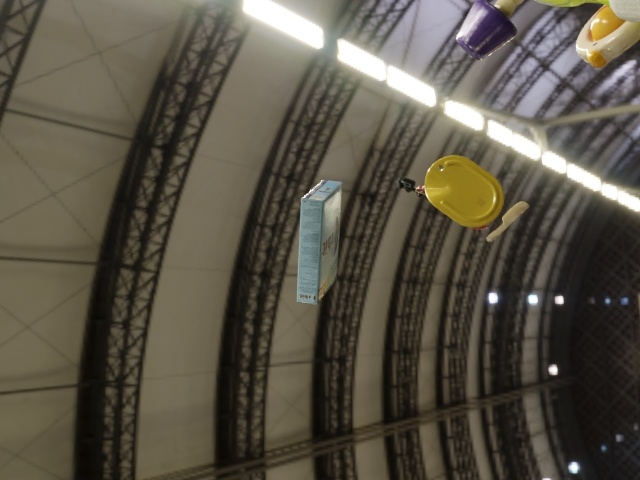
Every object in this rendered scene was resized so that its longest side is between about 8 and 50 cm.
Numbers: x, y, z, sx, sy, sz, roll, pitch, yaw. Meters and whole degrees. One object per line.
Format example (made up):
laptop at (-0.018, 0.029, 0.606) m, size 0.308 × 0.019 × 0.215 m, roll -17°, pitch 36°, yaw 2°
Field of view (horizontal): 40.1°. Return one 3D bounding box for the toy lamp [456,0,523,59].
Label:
toy lamp at (0.301, -0.376, 1.244) m, size 0.080 × 0.274 × 0.080 m, roll 38°, pitch -171°, yaw -8°

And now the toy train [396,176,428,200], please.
toy train at (0.260, -0.119, 2.145) m, size 0.027 × 0.158 × 0.036 m, roll -42°, pitch -30°, yaw -47°

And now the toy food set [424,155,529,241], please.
toy food set at (0.326, -0.088, 1.893) m, size 0.128 × 0.218 × 0.071 m, roll -50°, pitch -15°, yaw -2°

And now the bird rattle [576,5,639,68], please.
bird rattle at (0.519, -0.391, 1.483) m, size 0.143 × 0.207 × 0.253 m, roll 39°, pitch -152°, yaw -26°

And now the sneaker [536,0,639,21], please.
sneaker at (0.386, -0.342, 1.112) m, size 0.126 × 0.240 × 0.091 m, roll -29°, pitch -52°, yaw -35°

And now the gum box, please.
gum box at (0.000, 0.000, 1.539) m, size 0.157 × 0.041 × 0.184 m, roll -48°, pitch -36°, yaw -70°
